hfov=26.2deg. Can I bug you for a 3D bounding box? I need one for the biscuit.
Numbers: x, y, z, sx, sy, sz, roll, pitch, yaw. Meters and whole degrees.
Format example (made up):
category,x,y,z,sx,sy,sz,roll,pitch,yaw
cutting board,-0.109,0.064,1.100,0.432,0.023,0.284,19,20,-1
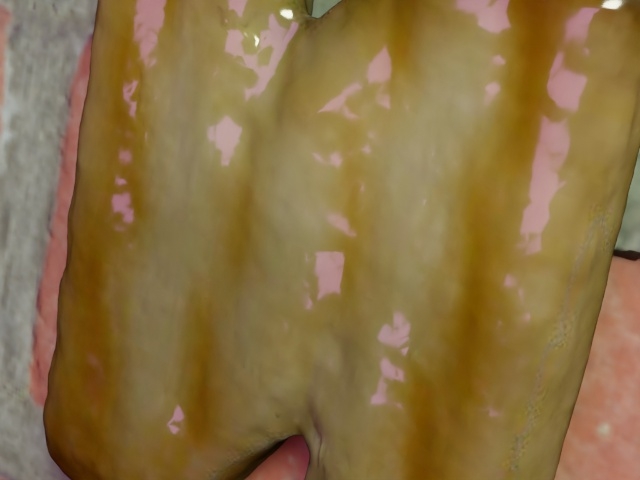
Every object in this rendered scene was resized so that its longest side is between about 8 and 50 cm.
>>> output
category,x,y,z,sx,sy,sz,roll,pitch,yaw
biscuit,0.000,0.000,0.538,0.236,0.062,0.291,18,107,28
